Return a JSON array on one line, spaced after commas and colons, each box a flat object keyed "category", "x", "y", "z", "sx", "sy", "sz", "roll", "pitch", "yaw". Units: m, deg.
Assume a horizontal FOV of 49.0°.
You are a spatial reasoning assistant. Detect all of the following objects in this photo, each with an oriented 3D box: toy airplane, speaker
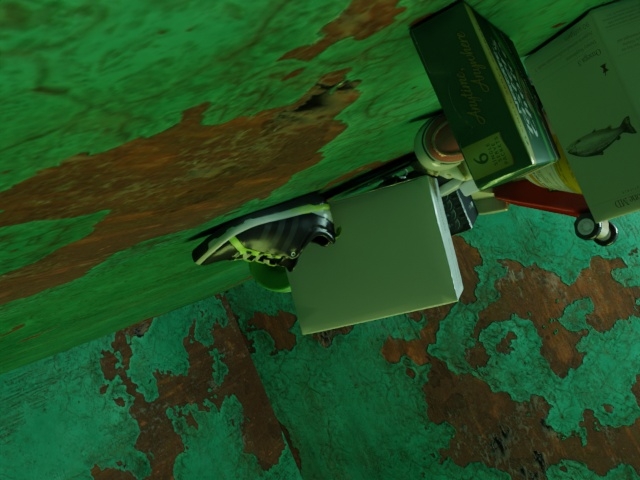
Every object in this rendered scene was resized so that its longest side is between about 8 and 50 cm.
[{"category": "toy airplane", "x": 0.529, "y": -0.162, "z": 1.650, "sx": 0.385, "sy": 0.272, "sz": 0.386, "roll": 15, "pitch": -176, "yaw": -5}, {"category": "speaker", "x": -0.036, "y": 0.025, "z": 1.422, "sx": 0.131, "sy": 0.131, "sz": 0.296, "roll": -24, "pitch": 178, "yaw": 20}]

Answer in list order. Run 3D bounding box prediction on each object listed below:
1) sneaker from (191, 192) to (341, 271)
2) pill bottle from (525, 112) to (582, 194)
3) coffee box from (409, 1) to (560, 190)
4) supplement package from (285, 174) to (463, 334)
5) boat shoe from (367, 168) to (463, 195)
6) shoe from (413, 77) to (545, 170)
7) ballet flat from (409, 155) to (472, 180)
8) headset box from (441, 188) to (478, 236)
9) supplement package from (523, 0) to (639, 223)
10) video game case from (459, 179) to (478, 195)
[{"category": "sneaker", "x": -0.069, "y": 0.004, "z": 1.030, "sx": 0.235, "sy": 0.097, "sz": 0.084, "roll": -22, "pitch": 177, "yaw": -25}, {"category": "pill bottle", "x": 0.323, "y": -0.125, "z": 0.861, "sx": 0.136, "sy": 0.136, "sz": 0.246, "roll": -22, "pitch": -161, "yaw": -17}, {"category": "coffee box", "x": 0.127, "y": -0.098, "z": 0.503, "sx": 0.040, "sy": 0.113, "sz": 0.184, "roll": -23, "pitch": 176, "yaw": 25}, {"category": "supplement package", "x": 0.084, "y": 0.023, "z": 1.168, "sx": 0.262, "sy": 0.204, "sz": 0.145, "roll": -14, "pitch": 179, "yaw": 15}, {"category": "boat shoe", "x": 0.152, "y": -0.089, "z": 1.270, "sx": 0.255, "sy": 0.079, "sz": 0.095, "roll": -27, "pitch": 173, "yaw": 29}, {"category": "shoe", "x": 0.188, "y": -0.139, "z": 0.807, "sx": 0.178, "sy": 0.063, "sz": 0.081, "roll": -28, "pitch": 179, "yaw": -35}, {"category": "ballet flat", "x": 0.233, "y": -0.135, "z": 1.069, "sx": 0.091, "sy": 0.077, "sz": 0.241, "roll": -22, "pitch": 178, "yaw": -39}, {"category": "headset box", "x": 0.203, "y": -0.057, "z": 1.530, "sx": 0.283, "sy": 0.131, "sz": 0.246, "roll": -21, "pitch": -177, "yaw": 19}, {"category": "supplement package", "x": 0.292, "y": -0.123, "z": 0.658, "sx": 0.105, "sy": 0.179, "sz": 0.105, "roll": -22, "pitch": 177, "yaw": -22}, {"category": "video game case", "x": 0.370, "y": -0.179, "z": 1.143, "sx": 0.285, "sy": 0.025, "sz": 0.204, "roll": -40, "pitch": -172, "yaw": -37}]
